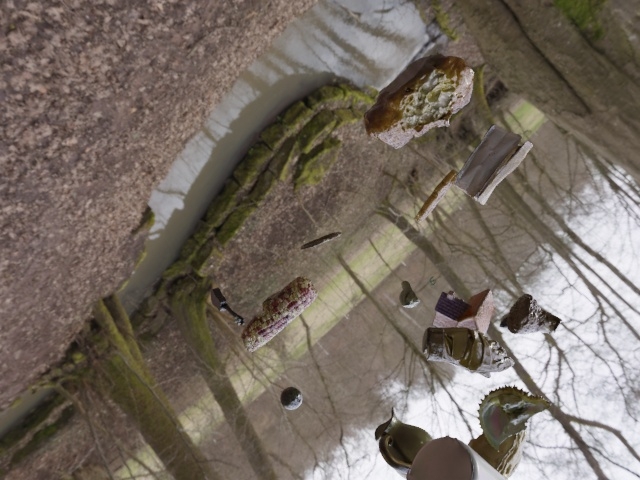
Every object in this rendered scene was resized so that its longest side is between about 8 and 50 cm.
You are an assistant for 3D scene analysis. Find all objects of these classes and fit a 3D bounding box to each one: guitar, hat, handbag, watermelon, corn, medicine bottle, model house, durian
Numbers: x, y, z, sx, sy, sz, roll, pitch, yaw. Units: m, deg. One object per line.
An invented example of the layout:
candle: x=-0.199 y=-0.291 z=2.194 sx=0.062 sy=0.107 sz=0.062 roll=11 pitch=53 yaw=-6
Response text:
guitar: x=-0.407 y=0.293 z=1.751 sx=0.038 sy=0.271 sz=0.083 roll=-15 pitch=121 yaw=-35
hat: x=0.454 y=0.284 z=2.126 sx=0.081 sy=0.166 sz=0.122 roll=-4 pitch=137 yaw=-7
handbag: x=0.980 y=0.374 z=1.965 sx=0.211 sy=0.088 sz=0.254 roll=-24 pitch=164 yaw=21
watermelon: x=-0.150 y=0.757 z=1.956 sx=0.133 sy=0.105 sz=0.105 roll=9 pitch=-144 yaw=45
corn: x=-0.132 y=0.226 z=1.244 sx=0.290 sy=0.098 sz=0.098 roll=-41 pitch=171 yaw=-1
medicine bottle: x=0.440 y=0.740 z=1.144 sx=0.214 sy=0.379 sz=0.213 roll=-39 pitch=-160 yaw=17
model house: x=0.667 y=0.318 z=1.857 sx=0.202 sy=0.237 sz=0.237 roll=-40 pitch=147 yaw=-30
durian: x=0.735 y=0.665 z=1.577 sx=0.306 sy=0.172 sz=0.166 roll=-48 pitch=-161 yaw=27

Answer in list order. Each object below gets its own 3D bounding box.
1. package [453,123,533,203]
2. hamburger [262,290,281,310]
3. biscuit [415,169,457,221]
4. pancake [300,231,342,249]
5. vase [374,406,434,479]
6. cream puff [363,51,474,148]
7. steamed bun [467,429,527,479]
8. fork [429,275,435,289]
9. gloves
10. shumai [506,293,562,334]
package: x=0.766 y=-0.307 z=1.756 sx=0.311 sy=0.222 sz=0.165 roll=-56 pitch=-147 yaw=14
hamburger: x=-0.135 y=0.267 z=1.694 sx=0.183 sy=0.129 sz=0.206 roll=-16 pitch=-174 yaw=45
biscuit: x=0.473 y=-0.180 z=1.664 sx=0.248 sy=0.035 sz=0.184 roll=-54 pitch=163 yaw=9
pancake: x=0.001 y=0.001 z=1.768 sx=0.200 sy=0.021 sz=0.199 roll=-22 pitch=-176 yaw=2
vase: x=0.388 y=0.994 z=1.945 sx=0.240 sy=0.302 sz=0.329 roll=-58 pitch=153 yaw=14
cream puff: x=0.232 y=-0.338 z=0.968 sx=0.269 sy=0.154 sz=0.241 roll=-14 pitch=-146 yaw=36
steamed bun: x=0.719 y=0.945 z=1.726 sx=0.428 sy=0.189 sz=0.247 roll=-43 pitch=-158 yaw=-31
fork: x=0.538 y=0.216 z=1.957 sx=0.021 sy=0.039 sz=0.235 roll=-11 pitch=160 yaw=9
gloves: x=0.524 y=0.386 z=1.414 sx=0.141 sy=0.332 sz=0.154 roll=104 pitch=-3 yaw=-64
shumai: x=0.868 y=0.324 z=1.642 sx=0.206 sy=0.176 sz=0.166 roll=-38 pitch=156 yaw=-52
